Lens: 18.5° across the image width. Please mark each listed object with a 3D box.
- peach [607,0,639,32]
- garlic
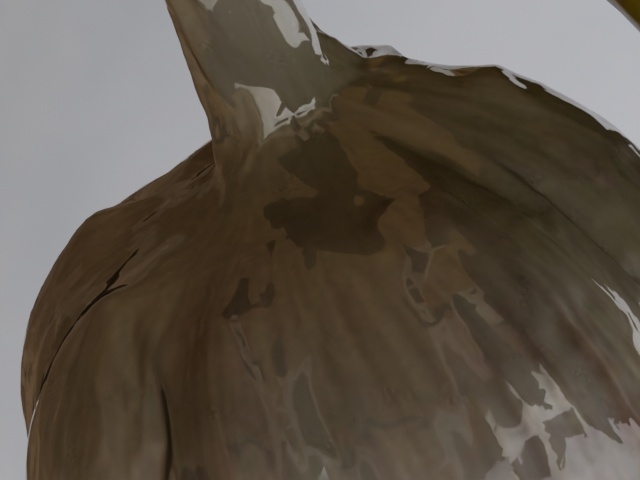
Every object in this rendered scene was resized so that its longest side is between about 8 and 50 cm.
[{"bbox_3d":[0.165,-0.138,0.476,0.201,0.258,0.362,-50,-138,-3],"label":"peach"},{"bbox_3d":[0.000,0.000,0.550,0.219,0.212,0.218,-18,-160,7],"label":"garlic"}]
